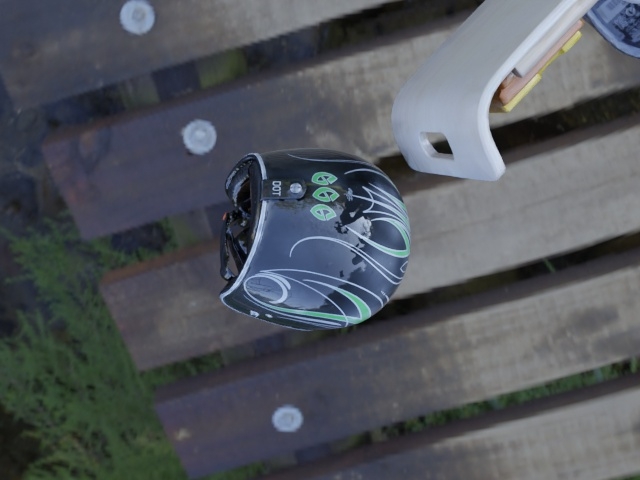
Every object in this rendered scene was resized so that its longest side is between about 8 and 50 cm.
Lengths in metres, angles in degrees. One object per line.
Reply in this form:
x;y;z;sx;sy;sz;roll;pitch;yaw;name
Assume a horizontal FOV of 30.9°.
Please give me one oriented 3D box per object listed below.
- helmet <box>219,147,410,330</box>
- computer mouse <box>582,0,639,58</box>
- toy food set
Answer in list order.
0.000;0.000;1.008;0.161;0.169;0.169;12;122;-21;helmet
0.310;-0.301;1.231;0.188;0.072;0.272;-38;74;10;computer mouse
0.197;-0.167;0.893;0.092;0.220;0.306;44;86;-13;toy food set
